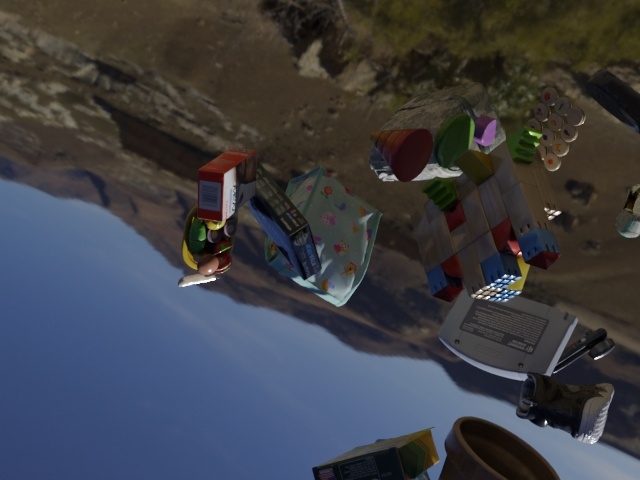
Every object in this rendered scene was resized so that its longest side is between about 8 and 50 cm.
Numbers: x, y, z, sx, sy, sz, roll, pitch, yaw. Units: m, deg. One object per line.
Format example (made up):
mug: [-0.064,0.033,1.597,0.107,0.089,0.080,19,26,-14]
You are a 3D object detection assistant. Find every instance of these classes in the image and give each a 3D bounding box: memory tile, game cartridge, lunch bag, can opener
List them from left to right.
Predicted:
lunch bag: [0.000,0.000,1.844,0.223,0.262,0.160,35,149,-26]
lunch bag: [0.303,-0.270,2.143,0.305,0.256,0.212,1,123,54]
game cartridge: [0.438,0.223,1.885,0.294,0.196,0.060,18,153,40]
memory tile: [0.462,-0.222,1.581,0.012,0.148,0.113,-15,-131,-35]
can opener: [0.679,0.291,2.083,0.059,0.186,0.073,58,-173,-34]

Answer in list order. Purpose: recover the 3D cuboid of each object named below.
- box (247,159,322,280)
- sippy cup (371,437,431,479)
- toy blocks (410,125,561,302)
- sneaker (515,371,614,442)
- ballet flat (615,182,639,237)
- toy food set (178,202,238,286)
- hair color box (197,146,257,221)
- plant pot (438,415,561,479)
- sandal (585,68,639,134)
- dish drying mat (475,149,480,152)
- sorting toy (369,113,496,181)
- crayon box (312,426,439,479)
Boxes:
box: [-0.085,-0.045,1.609,0.220,0.051,0.175,51,167,31]
sippy cup: [0.200,0.664,2.122,0.305,0.240,0.224,36,-154,-33]
toy blocks: [0.328,-0.003,1.541,0.191,0.260,0.381,9,147,-34]
sneaker: [0.448,0.294,1.448,0.153,0.101,0.269,16,-178,23]
ballet flat: [0.697,-0.083,1.712,0.072,0.068,0.213,27,-136,16]
toy food set: [-0.238,0.016,1.758,0.128,0.217,0.071,-3,-154,-32]
hair color box: [-0.167,-0.105,1.433,0.054,0.093,0.167,9,-157,12]
plant pot: [0.347,0.547,1.690,0.263,0.229,0.263,28,-166,-8]
sandal: [0.426,-0.116,0.981,0.254,0.054,0.097,47,-172,30]
dish drying mat: [0.419,-0.209,2.029,0.083,0.008,0.032,20,-132,-60]
sorting toy: [0.242,-0.235,1.753,0.366,0.127,0.126,-21,-140,-40]
crayon box: [0.139,0.493,1.756,0.202,0.081,0.319,-21,168,21]
